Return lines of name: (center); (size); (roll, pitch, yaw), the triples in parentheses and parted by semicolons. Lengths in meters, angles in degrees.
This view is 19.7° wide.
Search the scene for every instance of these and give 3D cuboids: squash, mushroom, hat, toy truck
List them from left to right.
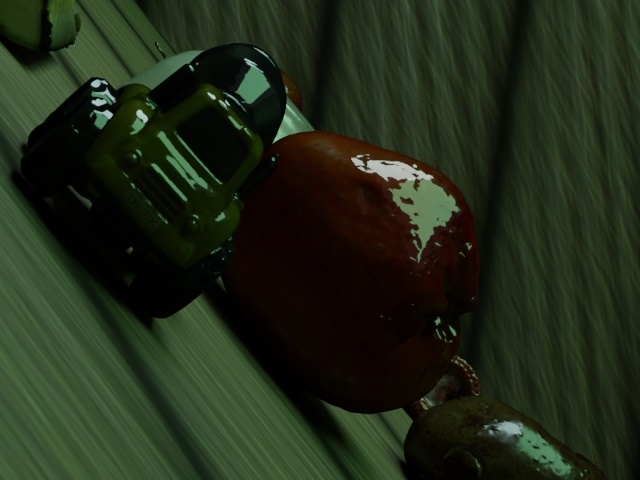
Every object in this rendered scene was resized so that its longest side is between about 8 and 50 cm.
squash: (-0.267, -0.258, 1.658); (0.252, 0.093, 0.169); (-101, -166, -82)
toy truck: (-0.091, -0.059, 1.211); (0.147, 0.165, 0.224); (49, 4, -9)
hat: (0.135, 0.187, 2.223); (0.112, 0.093, 0.162); (59, -14, 4)
mushroom: (0.184, 0.229, 1.737); (0.231, 0.138, 0.194); (47, 3, -27)

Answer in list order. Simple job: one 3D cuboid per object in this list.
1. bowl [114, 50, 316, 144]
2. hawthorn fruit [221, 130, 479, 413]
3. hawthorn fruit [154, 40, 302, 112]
bowl: (-0.086, -0.102, 1.995); (0.277, 0.145, 0.277); (48, 6, -7)
hawthorn fruit: (0.000, 0.000, 1.525); (0.299, 0.211, 0.211); (39, 1, 16)
hawthorn fruit: (-0.129, -0.185, 2.444); (0.203, 0.163, 0.162); (22, 16, -26)
